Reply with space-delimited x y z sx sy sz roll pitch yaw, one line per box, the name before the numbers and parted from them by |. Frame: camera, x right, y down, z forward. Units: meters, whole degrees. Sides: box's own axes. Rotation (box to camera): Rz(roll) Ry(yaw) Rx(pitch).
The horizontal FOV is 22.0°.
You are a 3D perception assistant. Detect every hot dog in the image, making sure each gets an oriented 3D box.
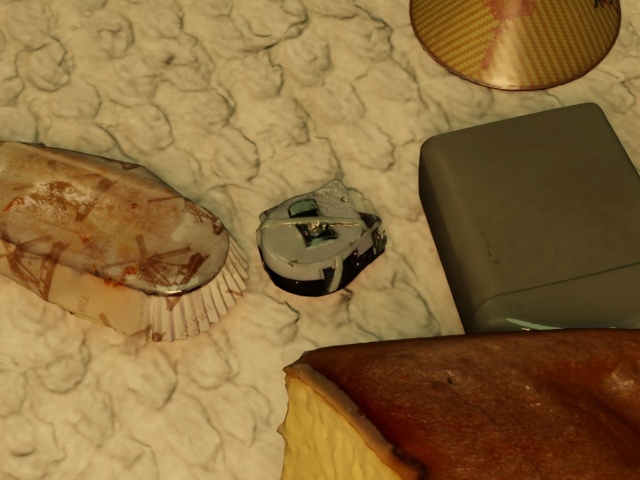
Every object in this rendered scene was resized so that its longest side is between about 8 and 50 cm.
hot dog | -0.181 -0.006 1.308 0.268 0.075 0.144 23 53 21

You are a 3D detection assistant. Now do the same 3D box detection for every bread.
bread | 0.177 0.176 1.002 0.333 0.143 0.323 -1 25 -29

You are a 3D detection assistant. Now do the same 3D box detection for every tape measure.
tape measure | -0.001 0.001 1.309 0.094 0.054 0.091 -29 52 -21

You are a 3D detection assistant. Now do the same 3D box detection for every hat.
hat | 0.175 -0.230 1.457 0.193 0.082 0.193 0 53 0

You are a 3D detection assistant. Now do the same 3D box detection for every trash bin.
trash bin | 0.183 0.014 1.272 0.176 0.101 0.236 -13 52 -6
